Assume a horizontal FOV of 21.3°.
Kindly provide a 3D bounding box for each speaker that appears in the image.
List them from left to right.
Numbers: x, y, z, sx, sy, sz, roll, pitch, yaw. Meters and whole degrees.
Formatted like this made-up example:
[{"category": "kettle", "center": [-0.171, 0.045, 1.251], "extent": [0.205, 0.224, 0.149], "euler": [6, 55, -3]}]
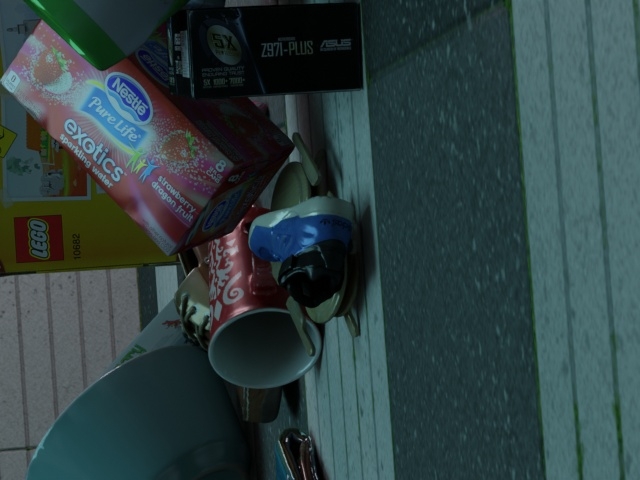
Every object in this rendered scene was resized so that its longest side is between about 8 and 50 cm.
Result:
[{"category": "speaker", "center": [-0.122, -0.286, 1.447], "extent": [0.131, 0.296, 0.131], "euler": [43, 176, 3]}]

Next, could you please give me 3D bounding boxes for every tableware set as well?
[{"category": "tableware set", "center": [0.000, 0.000, 1.568], "extent": [0.194, 0.039, 0.128], "euler": [-116, 39, -49]}]

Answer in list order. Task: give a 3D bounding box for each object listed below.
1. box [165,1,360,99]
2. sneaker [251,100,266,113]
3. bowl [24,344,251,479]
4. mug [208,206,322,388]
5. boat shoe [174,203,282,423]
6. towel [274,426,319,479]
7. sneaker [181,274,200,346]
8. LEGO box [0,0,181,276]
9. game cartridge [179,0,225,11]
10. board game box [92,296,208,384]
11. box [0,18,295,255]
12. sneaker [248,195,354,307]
[{"category": "box", "center": [-0.054, -0.168, 1.509], "extent": [0.180, 0.147, 0.078], "euler": [-149, 56, -78]}, {"category": "sneaker", "center": [-0.086, -0.131, 1.976], "extent": [0.119, 0.047, 0.057], "euler": [-145, 41, -78]}, {"category": "bowl", "center": [-0.210, 0.304, 2.213], "extent": [0.163, 0.311, 0.311], "euler": [42, 145, 29]}, {"category": "mug", "center": [-0.055, 0.041, 1.742], "extent": [0.150, 0.113, 0.169], "euler": [-55, 27, 32]}, {"category": "boat shoe", "center": [-0.111, 0.083, 1.963], "extent": [0.324, 0.116, 0.123], "euler": [-106, 16, -47]}, {"category": "towel", "center": [-0.006, 0.413, 1.760], "extent": [0.271, 0.040, 0.370], "euler": [-114, 21, -63]}, {"category": "sneaker", "center": [-0.143, 0.029, 2.237], "extent": [0.106, 0.078, 0.234], "euler": [-104, 18, -53]}, {"category": "LEGO box", "center": [-0.346, -0.212, 2.410], "extent": [0.193, 0.372, 0.500], "euler": [-129, 37, -72]}, {"category": "game cartridge", "center": [-0.132, -0.313, 1.772], "extent": [0.294, 0.060, 0.196], "euler": [172, 105, -75]}, {"category": "board game box", "center": [-0.240, 0.208, 2.368], "extent": [0.305, 0.053, 0.193], "euler": [-48, -23, -39]}, {"category": "box", "center": [-0.170, -0.124, 1.667], "extent": [0.257, 0.122, 0.128], "euler": [45, 118, 13]}, {"category": "sneaker", "center": [-0.023, 0.019, 1.493], "extent": [0.152, 0.058, 0.085], "euler": [-20, 58, 56]}]
